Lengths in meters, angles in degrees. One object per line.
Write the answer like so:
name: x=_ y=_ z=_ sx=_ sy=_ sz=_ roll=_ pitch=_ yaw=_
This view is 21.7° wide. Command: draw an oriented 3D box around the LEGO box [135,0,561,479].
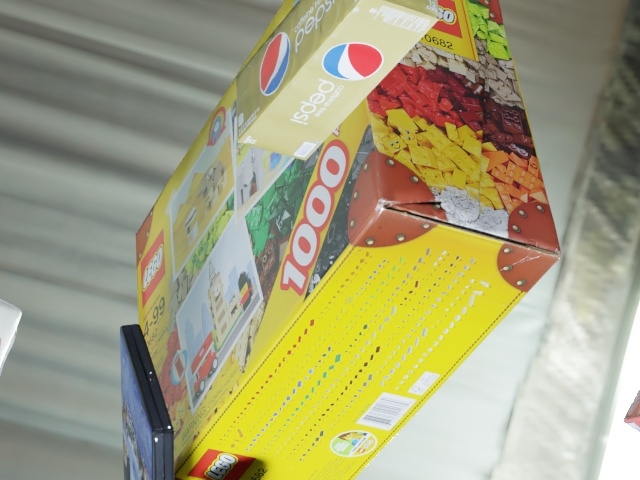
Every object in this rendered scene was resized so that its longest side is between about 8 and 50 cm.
LEGO box: x=0.000 y=0.000 z=1.677 sx=0.500 sy=0.193 sz=0.372 roll=-53 pitch=-147 yaw=40

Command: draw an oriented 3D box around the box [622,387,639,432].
box: x=0.404 y=0.152 z=1.274 sx=0.142 sy=0.300 sz=0.154 roll=-59 pitch=175 yaw=-6

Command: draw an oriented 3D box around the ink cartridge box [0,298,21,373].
ink cartridge box: x=-0.421 y=0.135 z=1.374 sx=0.395 sy=0.166 sz=0.285 roll=60 pitch=52 yaw=-78

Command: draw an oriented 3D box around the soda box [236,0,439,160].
soda box: x=0.008 y=-0.130 z=1.134 sx=0.181 sy=0.058 sz=0.061 roll=-44 pitch=-140 yaw=47

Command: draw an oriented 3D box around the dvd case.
dvd case: x=-0.158 y=0.229 z=1.530 sx=0.180 sy=0.022 sz=0.253 roll=-120 pitch=-152 yaw=-58
